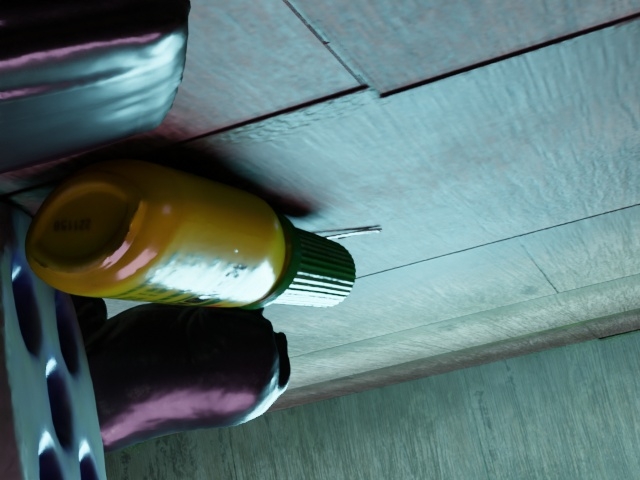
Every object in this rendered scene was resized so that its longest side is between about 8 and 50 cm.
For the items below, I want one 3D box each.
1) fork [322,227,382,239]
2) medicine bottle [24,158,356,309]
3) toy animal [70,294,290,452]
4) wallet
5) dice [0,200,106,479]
[{"bbox_3d":[-0.001,-0.001,0.823,0.115,0.012,0.016,-12,172,-21],"label":"fork"},{"bbox_3d":[-0.061,0.007,0.666,0.111,0.076,0.309,-16,167,25],"label":"medicine bottle"},{"bbox_3d":[-0.193,0.116,0.787,0.343,0.168,0.106,-25,169,-5],"label":"toy animal"},{"bbox_3d":[-0.178,-0.048,0.407,0.245,0.052,0.168,-10,170,-14],"label":"wallet"},{"bbox_3d":[-0.276,0.119,0.573,0.259,0.251,0.243,-10,165,-6],"label":"dice"}]
